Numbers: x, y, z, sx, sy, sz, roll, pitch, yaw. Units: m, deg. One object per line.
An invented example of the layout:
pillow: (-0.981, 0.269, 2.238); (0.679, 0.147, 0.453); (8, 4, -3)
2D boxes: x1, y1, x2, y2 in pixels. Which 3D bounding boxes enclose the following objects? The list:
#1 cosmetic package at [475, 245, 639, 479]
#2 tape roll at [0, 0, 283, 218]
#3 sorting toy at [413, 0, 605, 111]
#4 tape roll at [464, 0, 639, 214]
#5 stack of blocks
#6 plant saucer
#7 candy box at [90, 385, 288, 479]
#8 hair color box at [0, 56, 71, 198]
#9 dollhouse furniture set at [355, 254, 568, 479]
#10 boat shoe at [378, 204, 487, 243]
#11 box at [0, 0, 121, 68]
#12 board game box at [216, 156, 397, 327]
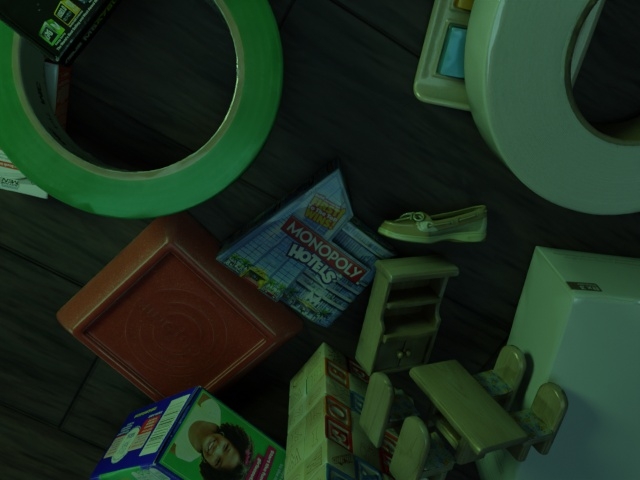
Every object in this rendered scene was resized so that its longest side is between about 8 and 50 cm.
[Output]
cosmetic package: (0.369, 0.217, 0.871); (0.217, 0.156, 0.385); (8, 112, -4)
tape roll: (-0.201, -0.185, 0.689); (0.320, 0.077, 0.322); (-1, 97, -5)
sorting toy: (0.224, -0.248, 0.734); (0.192, 0.038, 0.209); (10, 112, -4)
tape roll: (0.355, -0.216, 0.701); (0.391, 0.072, 0.392); (-3, 119, -6)
stack of blocks: (0.048, 0.280, 0.816); (0.171, 0.297, 0.087); (35, 108, -13)
plant saucer: (-0.200, 0.123, 0.885); (0.259, 0.048, 0.258); (-40, 107, 16)
candy box: (-0.126, 0.356, 0.879); (0.317, 0.122, 0.268); (39, 142, -15)
hair color box: (-0.362, -0.144, 0.767); (0.093, 0.053, 0.167); (12, 110, -7)
dollhouse furniture set: (0.154, 0.148, 0.775); (0.212, 0.242, 0.161); (-4, 120, -27)
boat shoe: (0.146, -0.023, 0.812); (0.152, 0.056, 0.048); (1, 100, -16)
box: (-0.267, -0.299, 0.610); (0.184, 0.045, 0.191); (39, 90, -8)
board game box: (0.000, 0.000, 0.826); (0.194, 0.060, 0.194); (36, 109, -14)
